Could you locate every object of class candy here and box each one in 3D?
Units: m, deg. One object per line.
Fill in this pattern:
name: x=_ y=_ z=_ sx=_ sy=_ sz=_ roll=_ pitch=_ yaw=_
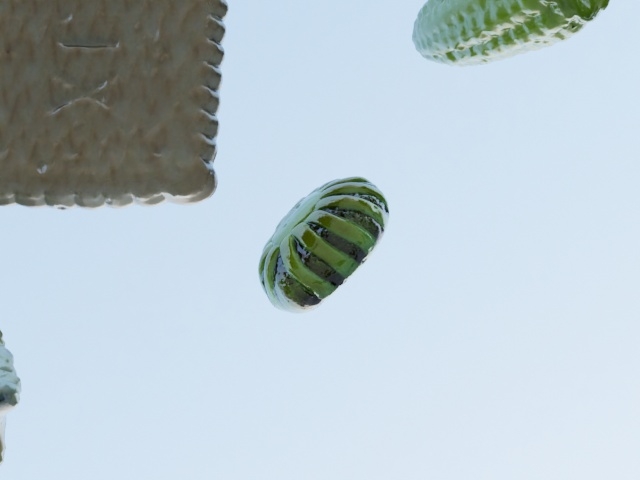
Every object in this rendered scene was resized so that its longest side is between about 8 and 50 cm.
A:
candy: x=0.144 y=-0.192 z=1.185 sx=0.096 sy=0.209 sz=0.097 roll=7 pitch=-104 yaw=-32

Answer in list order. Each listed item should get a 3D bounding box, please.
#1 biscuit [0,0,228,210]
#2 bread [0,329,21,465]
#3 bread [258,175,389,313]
biscuit: x=-0.175 y=-0.176 z=1.117 sx=0.217 sy=0.044 sz=0.325 roll=0 pitch=-108 yaw=3
bread: x=-0.411 y=0.171 z=1.039 sx=0.395 sy=0.264 sz=0.239 roll=3 pitch=-65 yaw=-37
bread: x=0.000 y=0.000 z=1.257 sx=0.071 sy=0.130 sz=0.139 roll=45 pitch=-99 yaw=-17
